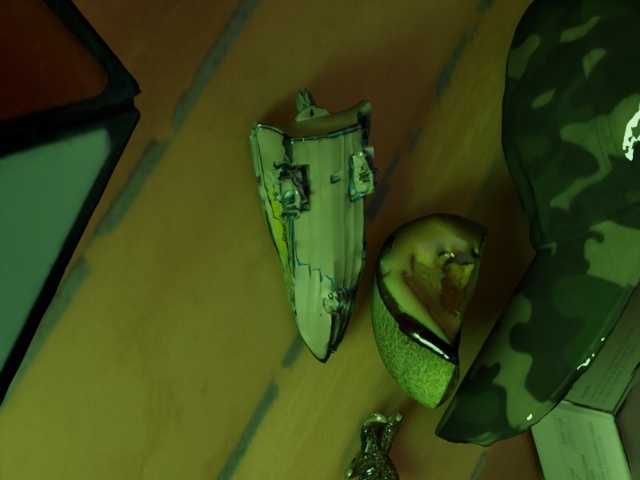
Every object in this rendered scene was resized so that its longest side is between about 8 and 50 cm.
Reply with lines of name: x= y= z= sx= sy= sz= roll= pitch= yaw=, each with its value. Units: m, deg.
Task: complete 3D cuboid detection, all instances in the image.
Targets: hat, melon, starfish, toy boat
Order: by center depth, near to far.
toy boat: x=0.000 y=0.000 z=1.192 sx=0.084 sy=0.066 sz=0.210 roll=-15 pitch=126 yaw=-19
melon: x=0.072 y=0.059 z=1.304 sx=0.160 sy=0.079 sz=0.128 roll=-73 pitch=175 yaw=-51
starfish: x=0.043 y=0.173 z=1.333 sx=0.078 sy=0.028 sz=0.091 roll=32 pitch=74 yaw=-49
hat: x=0.181 y=-0.033 z=1.405 sx=0.381 sy=0.257 sz=0.366 roll=-41 pitch=172 yaw=-2

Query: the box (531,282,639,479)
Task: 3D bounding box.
box: x=0.296 y=0.170 z=1.650 sx=0.203 sy=0.106 sz=0.252 roll=-54 pitch=138 yaw=-36

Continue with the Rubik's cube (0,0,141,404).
Rubik's cube: x=-0.251 y=-0.032 z=0.620 sx=0.248 sy=0.246 sz=0.250 roll=-64 pitch=144 yaw=-21
